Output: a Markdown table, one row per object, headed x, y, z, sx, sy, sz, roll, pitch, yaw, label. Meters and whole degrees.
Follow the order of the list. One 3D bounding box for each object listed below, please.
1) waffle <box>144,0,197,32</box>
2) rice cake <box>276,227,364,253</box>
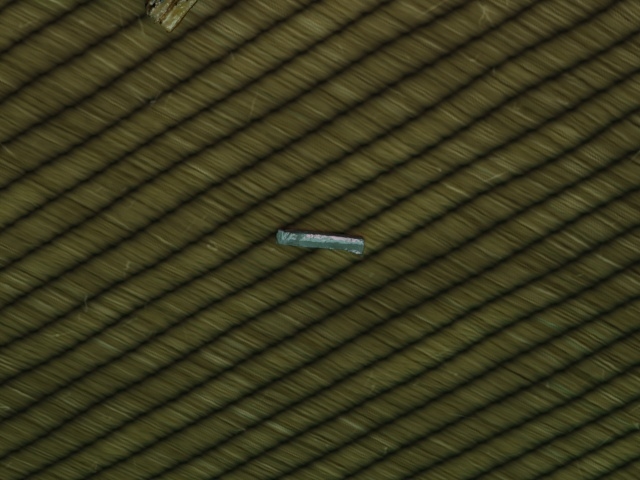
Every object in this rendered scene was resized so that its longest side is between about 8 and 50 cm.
| x | y | z | sx | sy | sz | roll | pitch | yaw | label |
| --- | --- | --- | --- | --- | --- | --- | --- | --- | --- |
| -0.170 | -0.321 | 1.804 | 0.042 | 0.148 | 0.102 | 33 | 112 | -26 | waffle |
| 0.000 | 0.000 | 2.042 | 0.121 | 0.021 | 0.022 | 6 | 108 | -1 | rice cake |
